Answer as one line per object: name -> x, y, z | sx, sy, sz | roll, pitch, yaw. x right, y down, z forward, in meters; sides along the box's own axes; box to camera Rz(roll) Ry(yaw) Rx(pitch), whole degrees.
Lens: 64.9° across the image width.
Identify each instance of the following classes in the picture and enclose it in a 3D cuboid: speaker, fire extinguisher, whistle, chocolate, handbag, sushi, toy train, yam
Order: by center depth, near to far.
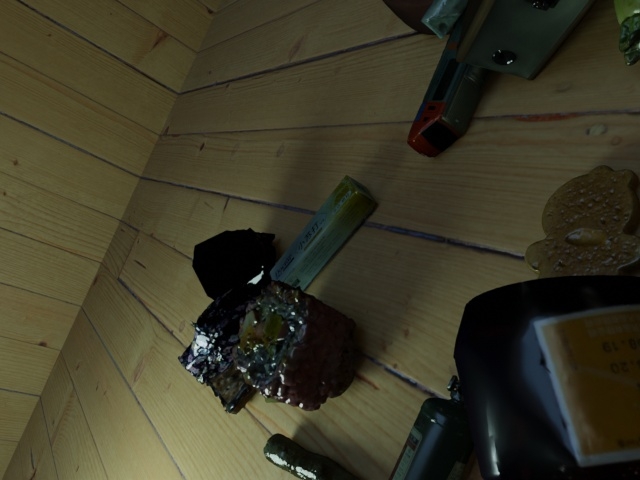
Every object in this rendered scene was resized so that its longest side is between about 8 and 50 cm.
fire extinguisher -> 0.163, 0.309, 0.728 | 0.093, 0.118, 0.295 | 24, 88, 21
speaker -> 0.338, -0.405, 0.819 | 0.231, 0.153, 0.193 | 101, -176, -75
yam -> -0.017, 0.416, 0.923 | 0.252, 0.061, 0.061 | 0, 69, 52
whistle -> 0.308, -0.535, 0.955 | 0.312, 0.062, 0.062 | -54, 36, 14
toy train -> 0.294, -0.357, 0.988 | 0.089, 0.086, 0.410 | 19, 84, 54
sushi -> -0.056, 0.216, 1.010 | 0.270, 0.170, 0.237 | 9, 76, 57
handbag -> -0.210, 0.206, 1.179 | 0.126, 0.228, 0.208 | 41, 124, 14
chocolate -> -0.253, 0.330, 1.291 | 0.102, 0.065, 0.329 | -48, 34, -10
chocolate -> -0.188, 0.057, 1.345 | 0.224, 0.207, 0.177 | -22, 7, 32

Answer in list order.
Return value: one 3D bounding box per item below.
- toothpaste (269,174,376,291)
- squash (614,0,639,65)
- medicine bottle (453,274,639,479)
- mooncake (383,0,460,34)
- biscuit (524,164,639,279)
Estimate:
toothpaste -> 0.000, 0.000, 1.165 | 0.313, 0.071, 0.089 | -51, 32, 19
squash -> 0.495, -0.388, 0.749 | 0.137, 0.137, 0.288 | -4, 79, 52
medicine bottle -> 0.278, 0.247, 0.501 | 0.242, 0.242, 0.396 | -26, 59, 42
mooncake -> 0.278, -0.625, 1.113 | 0.325, 0.174, 0.334 | -28, 47, 37
biscuit -> 0.371, 0.000, 0.704 | 0.165, 0.036, 0.226 | -11, 57, 49
